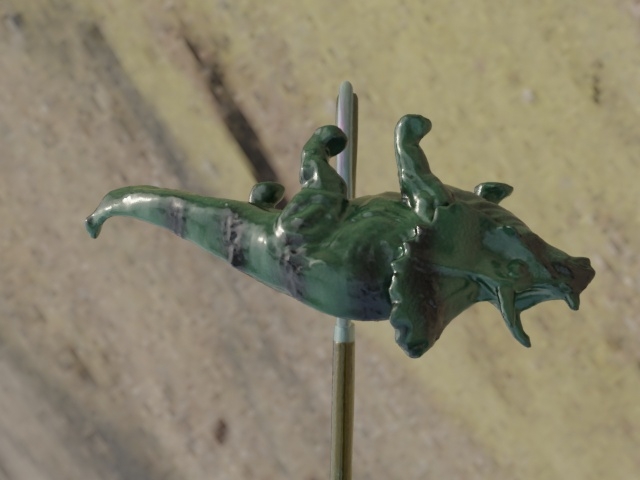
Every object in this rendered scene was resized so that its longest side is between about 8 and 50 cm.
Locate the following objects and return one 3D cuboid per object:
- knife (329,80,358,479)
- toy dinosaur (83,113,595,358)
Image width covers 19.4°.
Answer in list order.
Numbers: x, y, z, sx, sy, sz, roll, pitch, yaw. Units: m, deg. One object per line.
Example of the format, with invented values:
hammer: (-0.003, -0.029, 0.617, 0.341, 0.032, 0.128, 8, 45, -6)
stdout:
knife: (0.015, 0.046, 1.480, 0.061, 0.027, 0.343, -66, -23, -80)
toy dinosaur: (0.008, -0.015, 1.022, 0.292, 0.120, 0.079, 21, 163, 23)
